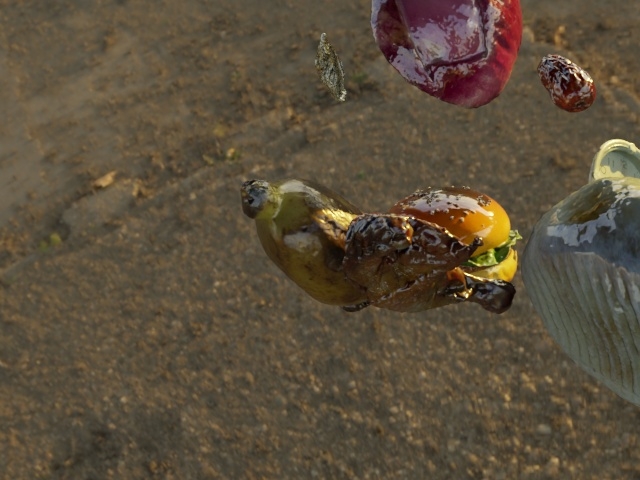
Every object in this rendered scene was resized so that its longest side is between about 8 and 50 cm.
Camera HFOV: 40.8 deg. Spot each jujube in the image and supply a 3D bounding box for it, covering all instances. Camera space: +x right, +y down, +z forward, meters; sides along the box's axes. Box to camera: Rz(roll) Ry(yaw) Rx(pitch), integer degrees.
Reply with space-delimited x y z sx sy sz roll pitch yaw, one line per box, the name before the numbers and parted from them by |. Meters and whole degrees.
jujube | 0.425 -0.275 1.495 0.077 0.077 0.129 -24 48 -4

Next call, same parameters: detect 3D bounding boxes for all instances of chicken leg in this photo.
chicken leg | 0.139 0.035 1.127 0.177 0.322 0.083 -11 62 22

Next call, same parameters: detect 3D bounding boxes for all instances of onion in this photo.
onion | 0.202 -0.331 1.261 0.111 0.250 0.247 -36 30 57

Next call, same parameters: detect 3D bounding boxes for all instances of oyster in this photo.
oyster | 0.008 -0.239 1.218 0.038 0.080 0.083 -11 46 15

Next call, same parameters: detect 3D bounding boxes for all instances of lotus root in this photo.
lotus root | 0.000 0.000 1.231 0.141 0.314 0.169 -48 44 0

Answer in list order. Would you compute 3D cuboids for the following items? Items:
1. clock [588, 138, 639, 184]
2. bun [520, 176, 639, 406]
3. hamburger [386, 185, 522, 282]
clock | 0.596 -0.082 1.705 0.053 0.236 0.236 -22 30 51
bun | 0.446 0.067 1.138 0.362 0.362 0.211 26 60 37
hamburger | 0.214 -0.005 1.448 0.246 0.170 0.246 -11 14 3
